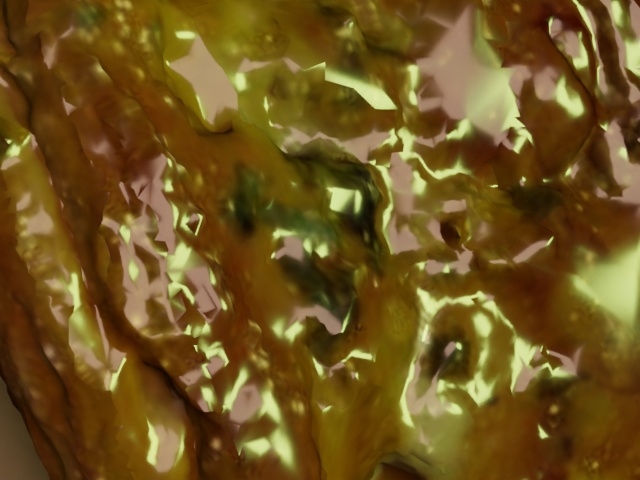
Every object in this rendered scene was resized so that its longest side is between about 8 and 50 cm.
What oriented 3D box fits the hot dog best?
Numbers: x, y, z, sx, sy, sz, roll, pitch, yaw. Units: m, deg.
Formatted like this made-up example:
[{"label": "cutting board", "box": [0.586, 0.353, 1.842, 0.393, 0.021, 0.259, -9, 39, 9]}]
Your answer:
[{"label": "hot dog", "box": [0.000, 0.000, 0.539, 0.267, 0.174, 0.387, -28, 95, -29]}]
